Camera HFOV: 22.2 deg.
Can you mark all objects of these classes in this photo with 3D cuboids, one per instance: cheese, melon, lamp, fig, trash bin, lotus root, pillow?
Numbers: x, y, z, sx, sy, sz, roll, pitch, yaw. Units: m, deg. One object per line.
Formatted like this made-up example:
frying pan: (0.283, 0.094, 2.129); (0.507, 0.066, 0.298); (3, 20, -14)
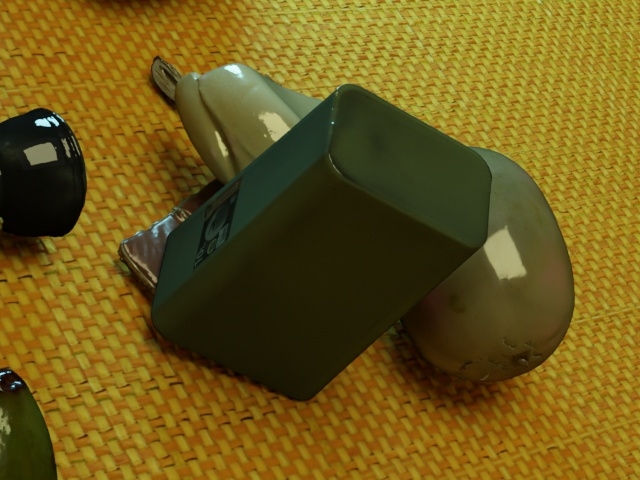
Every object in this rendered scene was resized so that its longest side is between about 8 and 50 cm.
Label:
cheese: (-0.051, -0.115, 1.982); (0.266, 0.127, 0.233); (26, 23, -52)
melon: (0.188, 0.029, 1.973); (0.223, 0.223, 0.317); (8, 48, -28)
lamp: (-0.380, -0.062, 1.726); (0.227, 0.172, 0.147); (-13, 60, -43)
fig: (-0.325, 0.220, 1.448); (0.203, 0.225, 0.203); (24, 17, -8)
trash bin: (0.000, 0.000, 1.754); (0.223, 0.343, 0.158); (27, 46, -21)
lotus root: (-0.189, -0.200, 2.095); (0.083, 0.030, 0.037); (50, 11, 13)
pillow: (-0.134, 0.008, 1.918); (0.126, 0.043, 0.232); (44, 41, 6)

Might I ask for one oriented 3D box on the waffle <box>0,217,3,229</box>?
waffle: (-0.407, -0.130, 1.501); (0.300, 0.058, 0.281); (55, 6, 13)
